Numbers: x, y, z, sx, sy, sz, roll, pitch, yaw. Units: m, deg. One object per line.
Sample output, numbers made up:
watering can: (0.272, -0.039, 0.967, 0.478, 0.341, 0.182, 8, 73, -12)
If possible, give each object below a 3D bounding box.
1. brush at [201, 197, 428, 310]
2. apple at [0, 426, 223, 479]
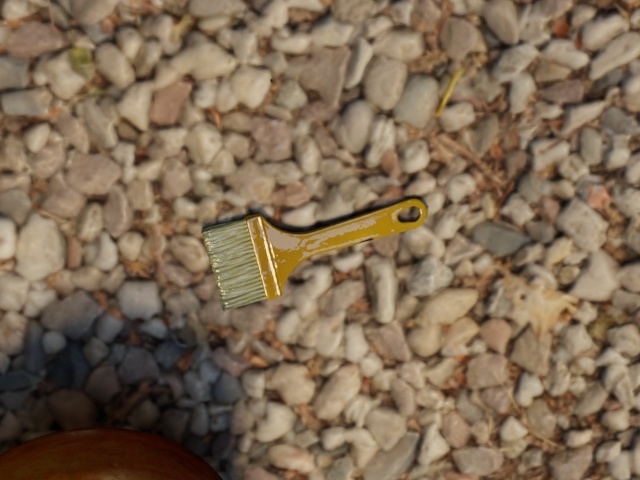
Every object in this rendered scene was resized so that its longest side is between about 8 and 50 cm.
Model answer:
brush: (0.000, 0.000, 1.598, 0.205, 0.011, 0.083, -16, 110, -6)
apple: (-0.205, 0.301, 1.521, 0.302, 0.301, 0.301, -3, 109, -10)
